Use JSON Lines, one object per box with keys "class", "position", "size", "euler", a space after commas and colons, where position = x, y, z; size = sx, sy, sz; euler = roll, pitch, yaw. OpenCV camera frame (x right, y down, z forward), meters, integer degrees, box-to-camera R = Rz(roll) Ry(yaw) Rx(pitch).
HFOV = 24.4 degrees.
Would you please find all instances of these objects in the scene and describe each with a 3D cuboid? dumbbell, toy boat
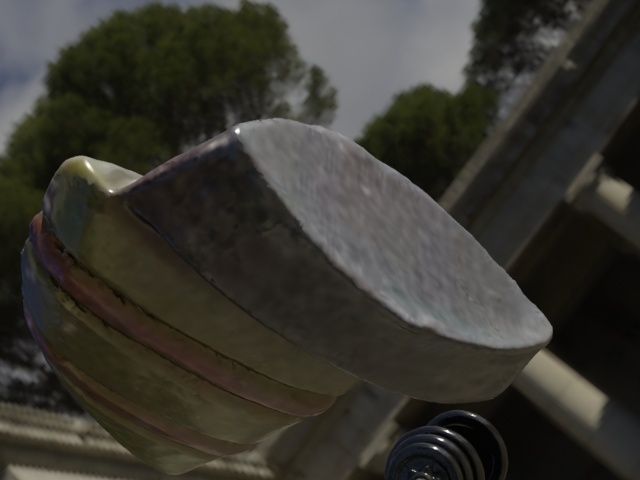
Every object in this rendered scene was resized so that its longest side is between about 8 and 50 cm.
{"class": "dumbbell", "position": [0.123, 0.221, 1.440], "size": [0.099, 0.099, 0.208], "euler": [-59, -18, 17]}
{"class": "toy boat", "position": [-0.047, 0.045, 0.817], "size": [0.293, 0.111, 0.276], "euler": [-21, -42, 22]}
